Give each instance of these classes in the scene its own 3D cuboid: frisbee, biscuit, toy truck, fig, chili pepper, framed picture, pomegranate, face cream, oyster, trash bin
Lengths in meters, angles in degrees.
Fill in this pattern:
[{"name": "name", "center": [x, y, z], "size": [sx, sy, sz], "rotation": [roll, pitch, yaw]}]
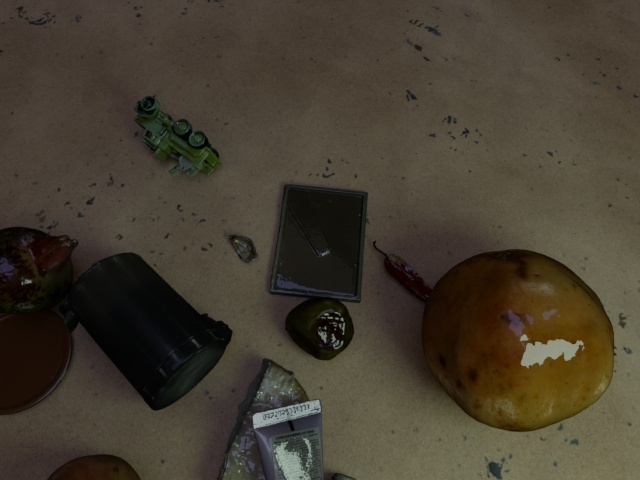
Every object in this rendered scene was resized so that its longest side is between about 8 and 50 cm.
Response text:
[{"name": "frisbee", "center": [-0.698, 0.269, 1.116], "size": [0.251, 0.021, 0.251], "rotation": [1, 65, -1]}, {"name": "biscuit", "center": [-0.102, 0.406, 1.043], "size": [0.179, 0.084, 0.281], "rotation": [16, 67, 1]}, {"name": "toy truck", "center": [-0.405, -0.269, 1.316], "size": [0.259, 0.128, 0.135], "rotation": [40, 84, 14]}, {"name": "fig", "center": [-0.002, 0.199, 1.125], "size": [0.166, 0.154, 0.144], "rotation": [8, 78, 35]}, {"name": "chili pepper", "center": [0.225, 0.096, 1.219], "size": [0.268, 0.059, 0.050], "rotation": [43, 109, 12]}, {"name": "framed picture", "center": [0.000, 0.000, 1.264], "size": [0.232, 0.024, 0.315], "rotation": [6, 67, 0]}, {"name": "pomegranate", "center": [0.402, 0.223, 1.021], "size": [0.410, 0.410, 0.410], "rotation": [1, 66, -2]}, {"name": "face cream", "center": [-0.051, 0.466, 0.959], "size": [0.154, 0.096, 0.274], "rotation": [-3, 81, -25]}, {"name": "oyster", "center": [-0.194, 0.016, 1.244], "size": [0.051, 0.034, 0.093], "rotation": [-31, 81, 2]}, {"name": "pomegranate", "center": [-0.645, 0.056, 1.092], "size": [0.248, 0.214, 0.214], "rotation": [-26, 66, 18]}, {"name": "pomegranate", "center": [-0.444, 0.504, 0.933], "size": [0.191, 0.191, 0.191], "rotation": [1, 66, -2]}, {"name": "trash bin", "center": [-0.380, 0.189, 1.068], "size": [0.301, 0.203, 0.252], "rotation": [41, 52, 15]}]

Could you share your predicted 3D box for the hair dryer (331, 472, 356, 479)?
[{"name": "hair dryer", "center": [-0.008, 0.532, 1.020], "size": [0.154, 0.054, 0.106], "rotation": [13, 71, 14]}]
